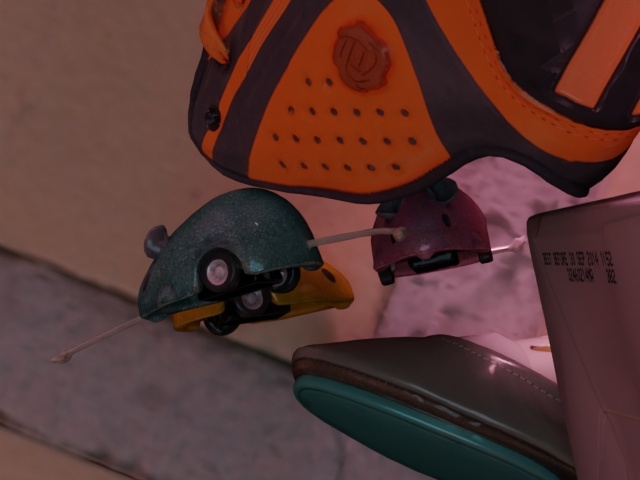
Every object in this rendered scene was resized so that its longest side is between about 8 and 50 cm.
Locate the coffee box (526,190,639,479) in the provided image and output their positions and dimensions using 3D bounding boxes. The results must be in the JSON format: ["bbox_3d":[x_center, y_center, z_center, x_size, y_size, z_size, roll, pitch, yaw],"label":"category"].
[{"bbox_3d":[0.224,0.018,0.534,0.297,0.168,0.118,-11,90,-5],"label":"coffee box"}]

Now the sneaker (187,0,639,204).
[{"bbox_3d":[-0.019,-0.123,0.591,0.321,0.125,0.180,47,134,35],"label":"sneaker"}]

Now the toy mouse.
[{"bbox_3d":[0.000,0.000,0.617,0.161,0.143,0.031,-9,80,-16],"label":"toy mouse"}]

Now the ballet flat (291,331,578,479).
[{"bbox_3d":[0.095,0.069,0.649,0.213,0.072,0.068,27,70,4],"label":"ballet flat"}]
